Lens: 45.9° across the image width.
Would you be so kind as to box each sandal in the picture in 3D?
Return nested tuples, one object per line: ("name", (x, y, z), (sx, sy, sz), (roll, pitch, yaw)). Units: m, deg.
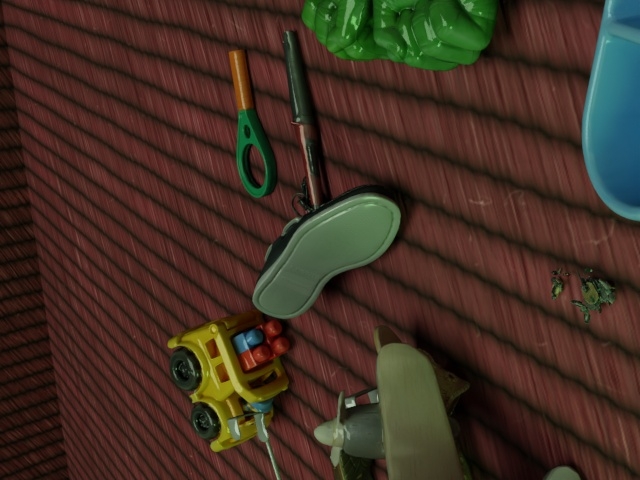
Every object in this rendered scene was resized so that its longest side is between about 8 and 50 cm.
("sandal", (0.154, 0.201, 0.933), (0.079, 0.088, 0.240), (-25, 89, 25))

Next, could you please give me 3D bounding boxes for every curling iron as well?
("curling iron", (-0.030, -0.156, 1.069), (0.068, 0.035, 0.274), (7, 109, 54))

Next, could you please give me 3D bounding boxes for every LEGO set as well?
("LEGO set", (0.262, 0.049, 0.744), (0.083, 0.023, 0.054), (-132, 42, -54))

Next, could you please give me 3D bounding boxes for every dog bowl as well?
("dog bowl", (0.271, -0.143, 0.549), (0.166, 0.074, 0.297), (-119, 28, -60))

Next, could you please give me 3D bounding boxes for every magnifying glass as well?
("magnifying glass", (-0.112, -0.182, 1.191), (0.092, 0.026, 0.230), (5, 109, 55))

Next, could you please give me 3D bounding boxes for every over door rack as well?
("over door rack", (0.047, 0.350, 1.028), (0.240, 0.108, 0.324), (-21, 95, 38))

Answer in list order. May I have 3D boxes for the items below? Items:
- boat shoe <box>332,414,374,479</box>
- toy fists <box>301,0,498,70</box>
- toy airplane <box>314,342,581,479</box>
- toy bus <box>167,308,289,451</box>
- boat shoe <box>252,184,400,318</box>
("boat shoe", (0.041, 0.332, 1.136), (0.060, 0.064, 0.178), (13, 116, 51))
("toy fists", (0.077, -0.259, 0.819), (0.279, 0.096, 0.142), (22, 122, 48))
("toy airplane", (0.104, 0.351, 0.788), (0.384, 0.386, 0.272), (44, 143, 0))
("toy bus", (-0.127, 0.226, 1.291), (0.211, 0.149, 0.220), (-28, 82, 40))
("boat shoe", (0.000, 0.000, 1.028), (0.302, 0.114, 0.091), (-38, 32, 41))
